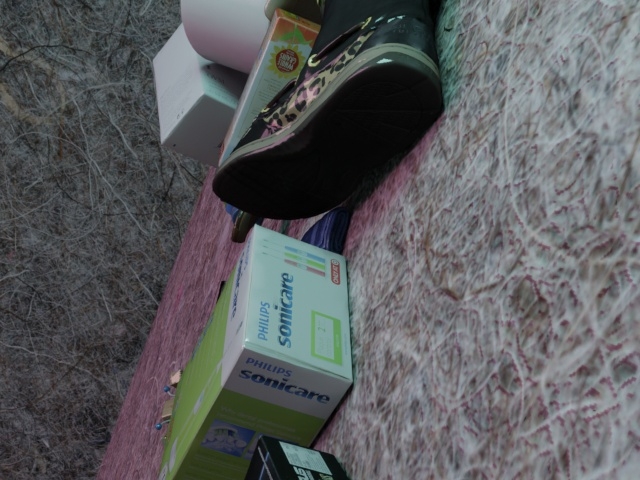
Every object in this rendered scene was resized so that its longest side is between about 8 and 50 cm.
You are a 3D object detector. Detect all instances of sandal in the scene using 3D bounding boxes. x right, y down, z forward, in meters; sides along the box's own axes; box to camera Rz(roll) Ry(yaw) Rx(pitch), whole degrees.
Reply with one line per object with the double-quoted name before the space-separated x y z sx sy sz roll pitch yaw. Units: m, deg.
"sandal" -0.079 -0.081 1.298 0.219 0.060 0.090 -61 -7 -29

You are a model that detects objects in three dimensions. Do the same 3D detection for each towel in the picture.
"towel" 0.000 0.000 0.979 0.119 0.029 0.067 141 147 -64

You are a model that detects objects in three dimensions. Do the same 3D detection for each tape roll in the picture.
"tape roll" -0.081 -0.382 1.222 0.246 0.169 0.246 -48 -29 -37

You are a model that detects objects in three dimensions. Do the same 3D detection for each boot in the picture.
"boot" 0.014 -0.202 0.930 0.377 0.138 0.284 -34 38 51

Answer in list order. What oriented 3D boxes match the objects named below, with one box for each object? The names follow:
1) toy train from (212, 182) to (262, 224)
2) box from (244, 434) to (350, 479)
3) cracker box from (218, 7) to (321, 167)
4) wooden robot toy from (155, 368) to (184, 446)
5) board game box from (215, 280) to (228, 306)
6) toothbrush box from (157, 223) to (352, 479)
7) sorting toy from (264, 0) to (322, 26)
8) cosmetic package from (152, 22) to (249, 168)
"toy train" -0.124 -0.151 1.519 0.248 0.105 0.143 -63 26 26
"box" -0.026 0.264 0.625 0.180 0.077 0.147 -154 83 -76
"cracker box" -0.034 -0.188 1.095 0.067 0.155 0.232 -102 35 -61
"wooden robot toy" -0.258 0.323 1.491 0.079 0.076 0.173 -25 34 19
"board game box" -0.180 0.199 1.334 0.136 0.030 0.260 175 108 -72
"toothbrush box" -0.079 0.161 0.870 0.206 0.122 0.283 -91 24 -56
"sorting toy" 0.014 -0.384 1.113 0.047 0.196 0.348 44 113 27
"cosmetic package" -0.167 -0.252 1.388 0.138 0.224 0.225 -42 45 30
